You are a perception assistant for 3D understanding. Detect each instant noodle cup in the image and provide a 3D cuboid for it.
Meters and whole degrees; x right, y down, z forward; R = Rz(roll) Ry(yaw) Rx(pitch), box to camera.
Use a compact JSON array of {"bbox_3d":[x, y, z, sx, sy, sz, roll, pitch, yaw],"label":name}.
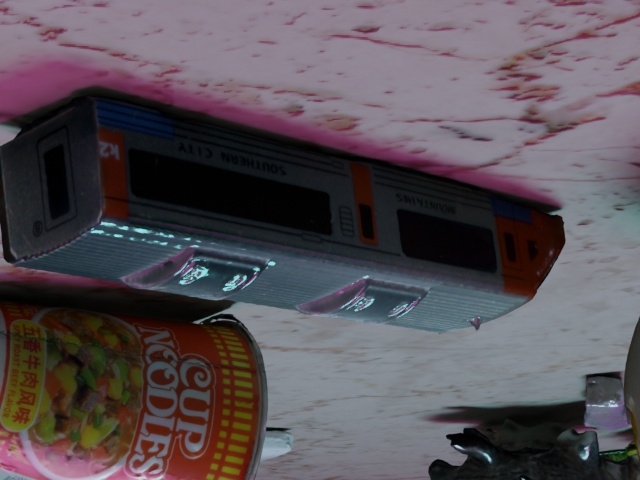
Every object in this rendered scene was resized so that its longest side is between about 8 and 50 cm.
[{"bbox_3d":[-0.177,0.124,1.381,0.212,0.193,0.193,15,158,-31],"label":"instant noodle cup"}]

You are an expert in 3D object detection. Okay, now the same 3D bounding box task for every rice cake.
[{"bbox_3d":[0.296,0.171,1.926,0.047,0.036,0.206,4,168,11],"label":"rice cake"}]

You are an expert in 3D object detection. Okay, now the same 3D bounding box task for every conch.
[{"bbox_3d":[0.244,0.273,2.084,0.313,0.186,0.241,0,-166,-46],"label":"conch"}]

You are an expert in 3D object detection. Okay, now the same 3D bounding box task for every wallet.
[{"bbox_3d":[-0.116,0.242,2.122,0.095,0.033,0.190,8,161,-34],"label":"wallet"}]

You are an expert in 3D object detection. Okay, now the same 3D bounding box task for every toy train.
[{"bbox_3d":[0.000,0.000,1.074,0.086,0.089,0.409,-22,157,38],"label":"toy train"}]

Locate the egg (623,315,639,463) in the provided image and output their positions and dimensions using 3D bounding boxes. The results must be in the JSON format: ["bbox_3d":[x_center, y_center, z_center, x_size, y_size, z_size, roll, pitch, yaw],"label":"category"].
[{"bbox_3d":[0.328,0.093,1.128,0.283,0.283,0.345,-5,164,6],"label":"egg"}]

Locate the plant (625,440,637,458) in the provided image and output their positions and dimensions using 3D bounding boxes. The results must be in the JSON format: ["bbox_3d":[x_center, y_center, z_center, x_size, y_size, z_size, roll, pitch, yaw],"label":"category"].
[{"bbox_3d":[0.533,0.306,2.231,0.261,0.297,0.306,-32,174,-46],"label":"plant"}]

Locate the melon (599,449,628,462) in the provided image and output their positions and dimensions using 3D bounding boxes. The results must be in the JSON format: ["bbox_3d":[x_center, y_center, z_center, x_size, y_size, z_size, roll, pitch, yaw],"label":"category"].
[{"bbox_3d":[0.419,0.365,2.463,0.265,0.169,0.129,-11,163,21],"label":"melon"}]
